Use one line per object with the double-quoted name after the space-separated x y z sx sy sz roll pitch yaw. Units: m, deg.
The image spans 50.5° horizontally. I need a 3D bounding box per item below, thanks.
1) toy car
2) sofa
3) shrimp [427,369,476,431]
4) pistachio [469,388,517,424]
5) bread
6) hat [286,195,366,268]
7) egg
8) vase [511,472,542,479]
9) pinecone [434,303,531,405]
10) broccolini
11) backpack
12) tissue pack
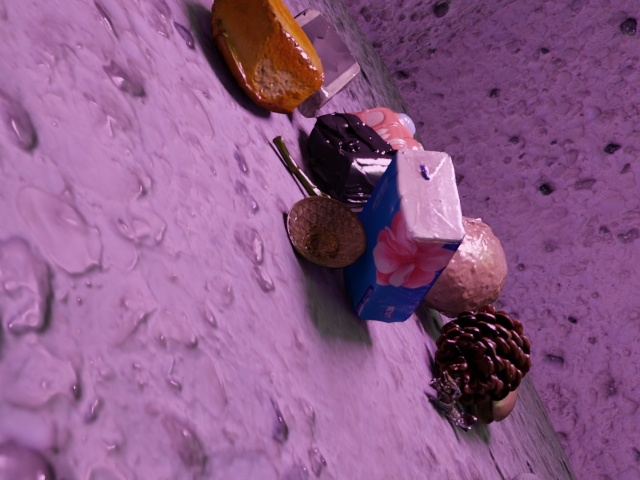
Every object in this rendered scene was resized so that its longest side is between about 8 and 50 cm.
0.142 -0.207 1.647 0.180 0.212 0.271 45 24 -46 "toy car"
-0.052 -0.387 1.546 0.210 0.176 0.225 49 47 -12 "sofa"
0.273 0.350 1.474 0.082 0.076 0.174 -48 122 -29 "shrimp"
0.445 0.401 1.772 0.136 0.135 0.226 63 25 0 "pistachio"
-0.101 -0.364 1.281 0.268 0.145 0.268 54 15 -21 "bread"
0.000 0.000 1.173 0.145 0.067 0.146 11 55 -17 "hat"
0.347 0.066 1.760 0.310 0.279 0.279 27 36 -39 "egg"
0.473 0.617 1.586 0.219 0.096 0.096 11 53 -66 "vase"
0.376 0.280 1.610 0.272 0.224 0.224 -26 88 -50 "pinecone"
-0.016 -0.103 1.307 0.239 0.054 0.051 54 32 -19 "broccolini"
0.067 -0.185 1.463 0.206 0.133 0.258 -3 42 -27 "backpack"
0.137 -0.005 1.204 0.137 0.270 0.209 10 53 -12 "tissue pack"
